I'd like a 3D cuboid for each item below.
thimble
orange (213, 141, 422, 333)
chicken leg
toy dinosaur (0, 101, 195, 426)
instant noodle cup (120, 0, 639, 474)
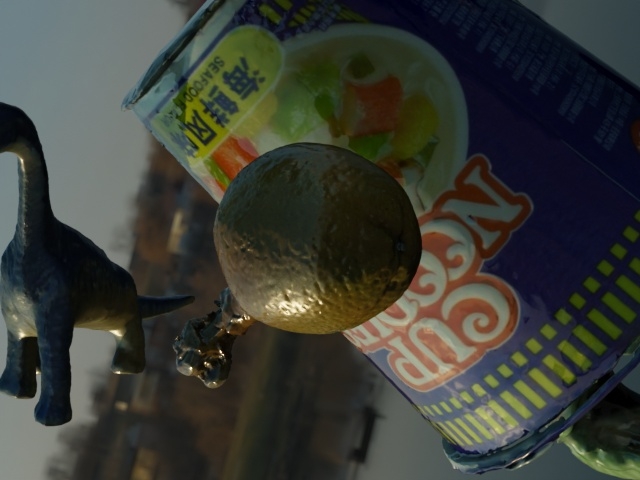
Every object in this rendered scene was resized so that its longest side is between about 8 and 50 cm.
[{"bbox_3d":[0.295,0.105,1.386,0.150,0.219,0.219,-57,-17,-68],"label":"thimble"},{"bbox_3d":[0.000,0.000,0.667,0.095,0.085,0.085,11,85,47],"label":"orange"},{"bbox_3d":[-0.052,0.039,1.354,0.251,0.087,0.107,-48,28,31],"label":"chicken leg"},{"bbox_3d":[-0.138,-0.001,0.916,0.247,0.075,0.188,-23,-56,-64],"label":"toy dinosaur"},{"bbox_3d":[0.058,-0.058,0.964,0.284,0.312,0.284,-48,9,11],"label":"instant noodle cup"}]
